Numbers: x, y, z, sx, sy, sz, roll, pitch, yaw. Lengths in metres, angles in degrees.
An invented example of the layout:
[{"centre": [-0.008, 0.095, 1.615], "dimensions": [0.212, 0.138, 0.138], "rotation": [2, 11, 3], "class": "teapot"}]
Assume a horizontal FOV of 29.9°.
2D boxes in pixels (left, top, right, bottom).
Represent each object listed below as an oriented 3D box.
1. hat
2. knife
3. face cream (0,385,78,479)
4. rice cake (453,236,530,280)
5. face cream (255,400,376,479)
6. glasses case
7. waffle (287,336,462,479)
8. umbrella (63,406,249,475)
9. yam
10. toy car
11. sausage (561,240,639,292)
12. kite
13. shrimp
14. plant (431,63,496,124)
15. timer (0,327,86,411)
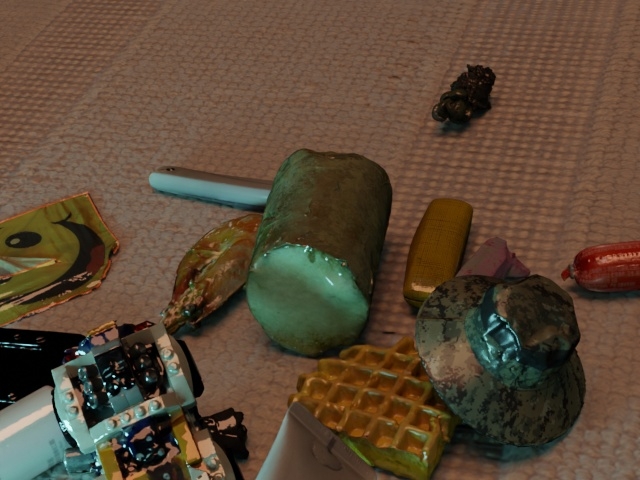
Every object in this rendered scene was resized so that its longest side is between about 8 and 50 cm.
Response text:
[{"centre": [0.249, 0.115, 1.492], "dimensions": [0.265, 0.128, 0.266], "rotation": [13, 49, -15], "class": "hat"}, {"centre": [-0.160, -0.091, 2.005], "dimensions": [0.265, 0.041, 0.073], "rotation": [9, 29, 22], "class": "knife"}, {"centre": [-0.466, 0.305, 1.487], "dimensions": [0.345, 0.102, 0.102], "rotation": [-31, 42, -26], "class": "face cream"}, {"centre": [0.218, 0.076, 1.655], "dimensions": [0.081, 0.051, 0.290], "rotation": [25, 33, 15], "class": "rice cake"}, {"centre": [-0.045, 0.333, 1.366], "dimensions": [0.143, 0.089, 0.314], "rotation": [42, 49, -7], "class": "face cream"}, {"centre": [0.173, 0.017, 1.772], "dimensions": [0.079, 0.064, 0.234], "rotation": [5, 39, 15], "class": "glasses case"}, {"centre": [0.085, 0.196, 1.560], "dimensions": [0.229, 0.057, 0.219], "rotation": [14, 41, 28], "class": "waffle"}, {"centre": [-0.210, 0.261, 1.526], "dimensions": [0.235, 0.059, 0.066], "rotation": [-8, 52, -2], "class": "umbrella"}, {"centre": [0.000, 0.000, 1.721], "dimensions": [0.195, 0.195, 0.300], "rotation": [0, 37, 11], "class": "yam"}, {"centre": [-0.217, 0.238, 1.446], "dimensions": [0.193, 0.118, 0.301], "rotation": [-22, 70, -6], "class": "toy car"}, {"centre": [0.477, 0.033, 1.686], "dimensions": [0.274, 0.074, 0.074], "rotation": [-4, 37, 5], "class": "sausage"}, {"centre": [-0.483, 0.026, 1.935], "dimensions": [0.327, 0.013, 0.377], "rotation": [3, 39, 16], "class": "kite"}, {"centre": [-0.168, 0.051, 1.806], "dimensions": [0.154, 0.062, 0.294], "rotation": [0, 33, 32], "class": "shrimp"}, {"centre": [0.254, -0.251, 2.109], "dimensions": [0.085, 0.087, 0.174], "rotation": [-17, 19, 42], "class": "plant"}, {"centre": [-0.428, 0.187, 1.680], "dimensions": [0.187, 0.055, 0.144], "rotation": [4, 40, 9], "class": "timer"}]
